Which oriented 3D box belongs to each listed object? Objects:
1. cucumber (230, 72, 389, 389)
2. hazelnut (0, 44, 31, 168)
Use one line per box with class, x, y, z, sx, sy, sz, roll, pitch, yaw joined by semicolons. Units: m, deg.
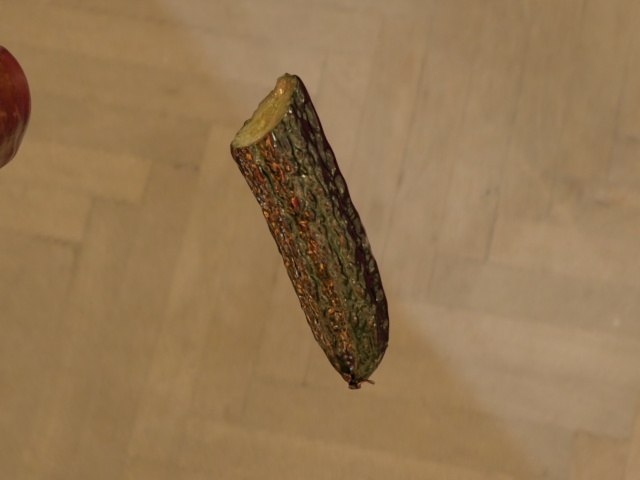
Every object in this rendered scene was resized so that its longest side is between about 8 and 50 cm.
cucumber;0.001;0.000;1.375;0.077;0.077;0.265;-29;112;-11
hazelnut;-0.351;-0.126;1.693;0.143;0.154;0.143;-1;103;-6
